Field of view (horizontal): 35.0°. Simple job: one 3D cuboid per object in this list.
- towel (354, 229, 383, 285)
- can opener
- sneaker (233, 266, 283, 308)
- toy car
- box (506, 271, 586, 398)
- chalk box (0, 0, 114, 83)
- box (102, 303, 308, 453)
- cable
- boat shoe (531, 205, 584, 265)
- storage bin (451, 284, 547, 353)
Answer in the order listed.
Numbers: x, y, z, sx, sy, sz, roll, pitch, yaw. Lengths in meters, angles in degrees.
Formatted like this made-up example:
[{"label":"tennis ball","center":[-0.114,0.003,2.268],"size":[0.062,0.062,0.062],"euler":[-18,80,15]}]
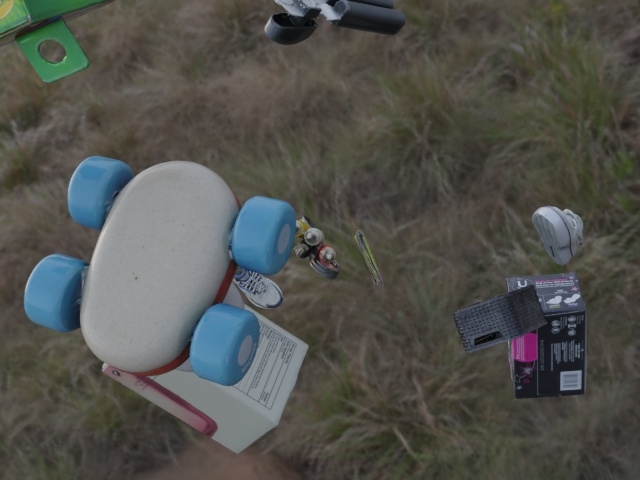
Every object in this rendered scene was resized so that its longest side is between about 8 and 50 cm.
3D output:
[{"label":"towel","center":[0.048,0.018,1.027],"size":[0.009,0.060,0.083],"euler":[-23,-1,0]},{"label":"can opener","center":[0.019,-0.355,1.588],"size":[0.280,0.093,0.074],"euler":[-9,57,-45]},{"label":"sneaker","center":[-0.123,0.070,1.740],"size":[0.135,0.058,0.052],"euler":[37,86,13]},{"label":"toy car","center":[-0.134,0.050,1.041],"size":[0.219,0.238,0.210],"euler":[14,75,17]},{"label":"box","center":[0.498,0.209,2.241],"size":[0.163,0.247,0.142],"euler":[-5,35,6]},{"label":"chalk box","center":[-0.278,-0.244,0.905],"size":[0.132,0.213,0.132],"euler":[-13,15,35]},{"label":"box","center":[-0.158,0.164,1.416],"size":[0.127,0.232,0.148],"euler":[-43,17,44]},{"label":"cable","center":[0.000,0.000,2.046],"size":[0.072,0.139,0.287],"euler":[-50,1,12]},{"label":"boat shoe","center":[0.457,-0.026,1.924],"size":[0.076,0.226,0.083],"euler":[-42,67,-1]},{"label":"storage bin","center":[0.346,0.149,1.953],"size":[0.122,0.084,0.180],"euler":[-22,-7,30]}]
